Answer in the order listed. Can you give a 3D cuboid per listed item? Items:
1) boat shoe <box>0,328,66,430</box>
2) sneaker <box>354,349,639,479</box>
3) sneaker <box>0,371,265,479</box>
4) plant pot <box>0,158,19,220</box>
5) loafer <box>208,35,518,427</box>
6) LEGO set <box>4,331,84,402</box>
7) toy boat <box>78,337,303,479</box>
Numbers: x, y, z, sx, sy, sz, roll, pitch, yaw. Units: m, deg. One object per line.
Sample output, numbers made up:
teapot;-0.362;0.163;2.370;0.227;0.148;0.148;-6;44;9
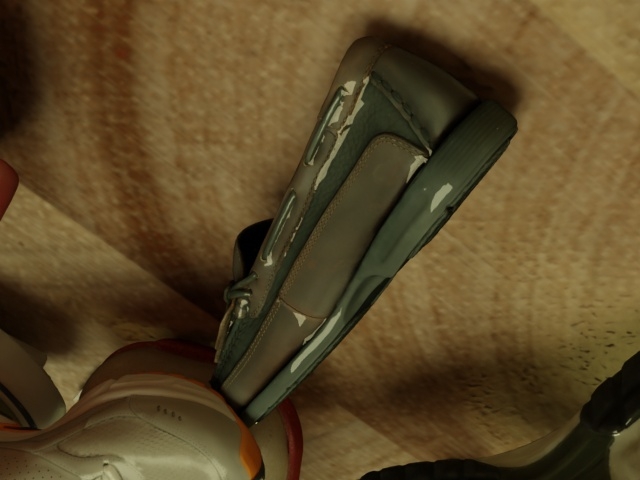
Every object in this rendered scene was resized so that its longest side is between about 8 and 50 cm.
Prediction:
boat shoe;-0.311;0.068;0.884;0.302;0.094;0.109;27;142;4
sneaker;0.140;0.195;0.741;0.410;0.158;0.182;-28;131;23
sneaker;-0.155;0.151;0.766;0.262;0.121;0.099;-11;116;27
plant pot;-0.314;0.030;0.662;0.275;0.243;0.275;20;173;3
loafer;0.000;0.000;0.700;0.084;0.096;0.267;42;135;4
LEGO set;-0.186;0.151;0.990;0.244;0.060;0.182;29;146;-12
toy boat;-0.073;0.173;0.897;0.151;0.151;0.231;13;103;25
